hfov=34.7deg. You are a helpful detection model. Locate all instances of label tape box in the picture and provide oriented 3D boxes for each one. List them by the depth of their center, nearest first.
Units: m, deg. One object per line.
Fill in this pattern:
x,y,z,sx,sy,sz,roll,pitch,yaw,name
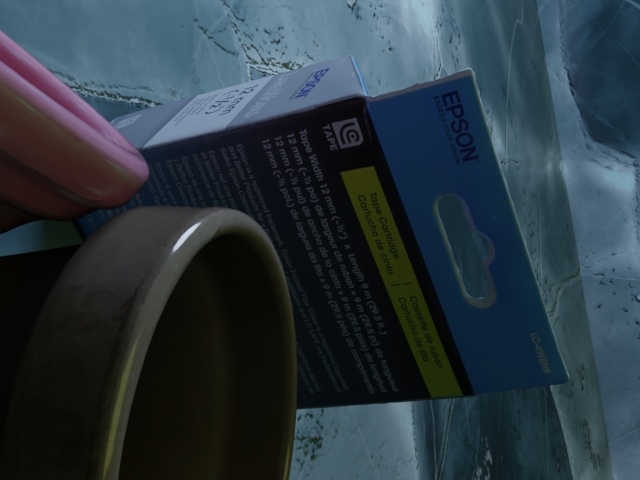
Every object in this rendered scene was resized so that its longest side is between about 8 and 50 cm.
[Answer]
0.000,0.000,0.796,0.249,0.347,0.115,67,30,-23,label tape box

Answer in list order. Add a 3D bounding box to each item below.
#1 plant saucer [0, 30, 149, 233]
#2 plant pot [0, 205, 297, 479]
-0.238,-0.110,0.507,0.084,0.332,0.332,-50,141,0,plant saucer
-0.158,0.105,0.556,0.263,0.229,0.263,5,90,-75,plant pot
